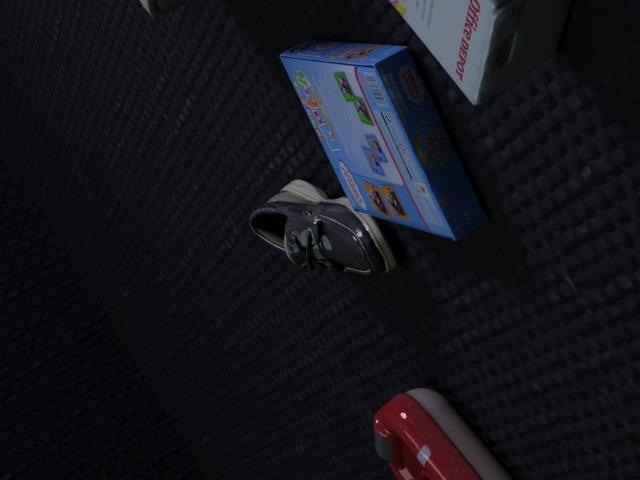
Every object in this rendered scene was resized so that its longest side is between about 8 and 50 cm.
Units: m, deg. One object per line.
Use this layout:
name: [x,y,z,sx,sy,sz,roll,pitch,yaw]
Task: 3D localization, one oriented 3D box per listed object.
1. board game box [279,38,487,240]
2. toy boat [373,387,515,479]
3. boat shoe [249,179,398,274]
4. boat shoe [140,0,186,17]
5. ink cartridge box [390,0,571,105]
board game box: [0.049,-0.088,1.641,0.160,0.039,0.211,64,163,-17]
toy boat: [0.107,0.268,1.916,0.231,0.151,0.151,51,163,28]
boat shoe: [-0.001,-0.001,1.890,0.223,0.073,0.080,29,147,61]
boat shoe: [-0.141,-0.295,1.707,0.097,0.116,0.324,54,170,7]
ink cartridge box: [0.084,-0.194,1.271,0.175,0.072,0.127,53,163,19]
